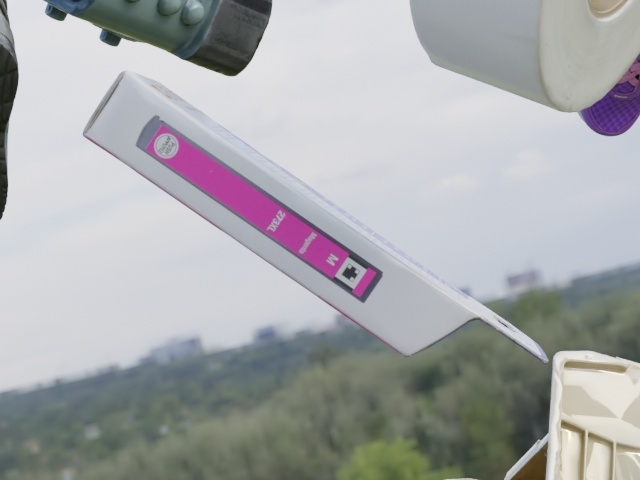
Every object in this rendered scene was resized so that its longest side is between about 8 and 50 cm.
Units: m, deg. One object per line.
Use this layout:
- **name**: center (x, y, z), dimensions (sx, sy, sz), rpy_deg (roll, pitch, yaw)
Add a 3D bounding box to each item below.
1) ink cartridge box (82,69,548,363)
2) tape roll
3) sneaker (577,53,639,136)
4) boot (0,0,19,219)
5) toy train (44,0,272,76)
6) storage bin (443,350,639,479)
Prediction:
- **ink cartridge box**: center (0.000, 0.000, 1.487), dimensions (0.069, 0.371, 0.176), rpy_deg (-58, -2, 3)
- **tape roll**: center (0.171, -0.234, 1.325), dimensions (0.100, 0.286, 0.286), rpy_deg (24, 11, 24)
- **sneaker**: center (0.323, -0.205, 2.033), dimensions (0.095, 0.236, 0.104), rpy_deg (9, 31, -10)
- **boot**: center (-0.296, -0.113, 1.655), dimensions (0.083, 0.161, 0.246), rpy_deg (11, -55, -17)
- **toy train**: center (-0.197, -0.260, 1.931), dimensions (0.190, 0.142, 0.334), rpy_deg (28, 6, 35)
- **storage bin**: center (0.191, 0.260, 1.659), dimensions (0.123, 0.260, 0.262), rpy_deg (16, -35, -11)
